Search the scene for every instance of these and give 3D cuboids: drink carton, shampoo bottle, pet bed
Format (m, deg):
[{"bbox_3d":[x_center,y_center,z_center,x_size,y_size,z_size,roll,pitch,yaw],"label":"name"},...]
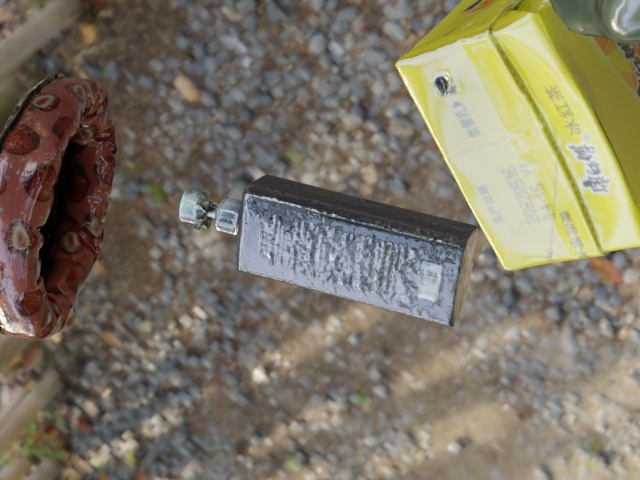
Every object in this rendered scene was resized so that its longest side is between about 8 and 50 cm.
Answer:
[{"bbox_3d":[0.198,-0.139,0.894,0.111,0.351,0.155,-15,112,41],"label":"drink carton"},{"bbox_3d":[0.000,-0.001,1.391,0.309,0.071,0.098,14,115,16],"label":"shampoo bottle"},{"bbox_3d":[-0.192,-0.023,0.971,0.053,0.201,0.201,11,137,6],"label":"pet bed"}]

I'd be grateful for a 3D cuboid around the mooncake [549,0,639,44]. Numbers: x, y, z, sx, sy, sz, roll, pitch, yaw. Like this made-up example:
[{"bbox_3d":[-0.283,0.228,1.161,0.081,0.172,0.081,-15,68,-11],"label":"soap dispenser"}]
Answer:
[{"bbox_3d":[0.081,-0.134,0.319,0.175,0.104,0.168,30,114,-6],"label":"mooncake"}]
